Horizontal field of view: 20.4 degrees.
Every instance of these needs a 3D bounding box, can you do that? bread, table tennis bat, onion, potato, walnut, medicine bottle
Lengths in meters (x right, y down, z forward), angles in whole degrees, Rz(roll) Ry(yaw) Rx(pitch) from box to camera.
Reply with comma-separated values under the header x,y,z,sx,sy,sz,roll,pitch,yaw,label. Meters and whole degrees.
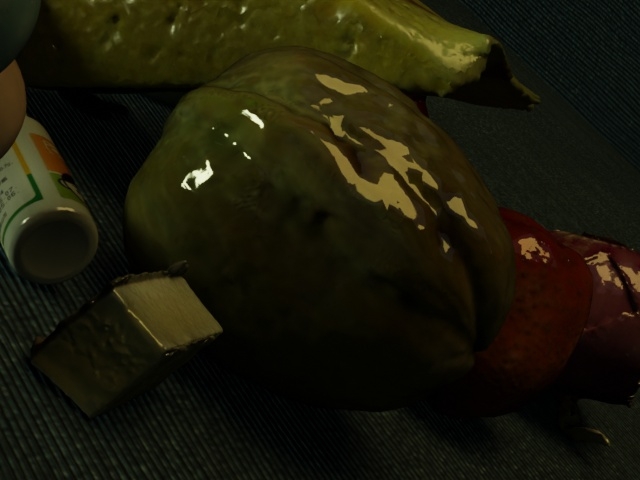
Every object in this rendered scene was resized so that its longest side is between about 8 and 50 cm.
x,y,z,sx,sy,sz,roll,pitch,yaw,label
-0.033,-0.136,1.431,0.361,0.245,0.233,36,16,19,bread
-0.197,-0.120,1.558,0.050,0.007,0.083,44,18,28,table tennis bat
0.233,0.069,1.688,0.200,0.200,0.207,38,27,1,onion
-0.112,0.058,1.083,0.061,0.086,0.122,54,15,7,potato
0.000,0.000,1.243,0.283,0.227,0.283,33,-26,19,walnut
-0.204,-0.044,1.229,0.092,0.061,0.221,58,-2,-42,medicine bottle

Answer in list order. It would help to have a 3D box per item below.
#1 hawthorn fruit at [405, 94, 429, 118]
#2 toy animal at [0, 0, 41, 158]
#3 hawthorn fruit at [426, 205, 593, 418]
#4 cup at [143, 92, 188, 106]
x,y,z,sx,sy,sz,roll,pitch,yaw,label
0.027,-0.096,1.659,0.169,0.188,0.169,46,10,-10,hawthorn fruit
-0.279,-0.086,0.945,0.221,0.229,0.210,-38,107,-35,toy animal
0.137,0.060,1.476,0.189,0.189,0.189,35,15,-11,hawthorn fruit
-0.097,-0.338,1.694,0.310,0.392,0.401,31,16,-22,cup
